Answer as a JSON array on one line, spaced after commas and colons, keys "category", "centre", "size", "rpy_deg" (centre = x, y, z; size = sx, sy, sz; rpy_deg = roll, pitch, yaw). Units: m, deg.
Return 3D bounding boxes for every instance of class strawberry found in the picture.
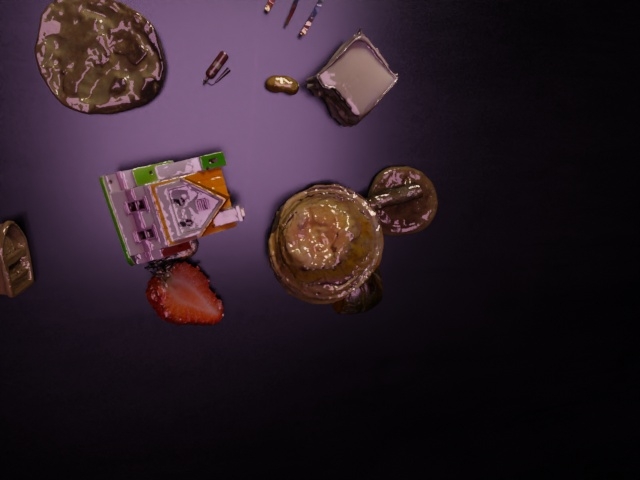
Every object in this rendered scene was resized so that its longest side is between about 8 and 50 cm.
[{"category": "strawberry", "centre": [-0.403, 0.165, 1.217], "size": [0.175, 0.106, 0.236], "rpy_deg": [-40, 118, -40]}]

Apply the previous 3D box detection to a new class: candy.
[{"category": "candy", "centre": [0.081, -0.429, 1.140], "size": [0.185, 0.137, 0.195], "rpy_deg": [42, 91, -21]}]

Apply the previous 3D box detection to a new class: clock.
[{"category": "clock", "centre": [-0.362, -0.091, 1.106], "size": [0.309, 0.166, 0.235], "rpy_deg": [-14, 102, -4]}]

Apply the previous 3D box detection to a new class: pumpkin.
[{"category": "pumpkin", "centre": [0.094, 0.091, 1.327], "size": [0.139, 0.190, 0.281], "rpy_deg": [-5, 64, -12]}]

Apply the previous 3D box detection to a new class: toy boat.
[{"category": "toy boat", "centre": [-0.793, 0.042, 1.069], "size": [0.061, 0.116, 0.188], "rpy_deg": [0, 107, -7]}]

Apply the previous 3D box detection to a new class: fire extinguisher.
[{"category": "fire extinguisher", "centre": [-0.270, -0.440, 1.110], "size": [0.100, 0.032, 0.046], "rpy_deg": [-53, 145, 4]}]

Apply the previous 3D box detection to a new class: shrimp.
[{"category": "shrimp", "centre": [-0.429, 0.028, 1.204], "size": [0.161, 0.034, 0.091], "rpy_deg": [-29, 99, -11]}]

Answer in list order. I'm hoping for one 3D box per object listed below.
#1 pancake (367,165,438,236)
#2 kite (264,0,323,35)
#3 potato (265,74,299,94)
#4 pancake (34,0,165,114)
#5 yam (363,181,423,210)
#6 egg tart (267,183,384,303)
[{"category": "pancake", "centre": [0.252, -0.113, 1.321], "size": [0.241, 0.050, 0.242], "rpy_deg": [-2, 107, -7]}, {"category": "kite", "centre": [-0.012, -0.724, 1.093], "size": [0.204, 0.022, 0.360], "rpy_deg": [30, 93, -20]}, {"category": "potato", "centre": [-0.102, -0.421, 1.145], "size": [0.092, 0.047, 0.045], "rpy_deg": [5, 147, -7]}, {"category": "pancake", "centre": [-0.527, -0.447, 1.028], "size": [0.294, 0.049, 0.295], "rpy_deg": [-3, 108, -10]}, {"category": "yam", "centre": [0.176, -0.118, 1.265], "size": [0.252, 0.061, 0.061], "rpy_deg": [-16, 110, 8]}, {"category": "egg tart", "centre": [0.000, 0.000, 1.175], "size": [0.351, 0.150, 0.352], "rpy_deg": [-2, 79, 12]}]
